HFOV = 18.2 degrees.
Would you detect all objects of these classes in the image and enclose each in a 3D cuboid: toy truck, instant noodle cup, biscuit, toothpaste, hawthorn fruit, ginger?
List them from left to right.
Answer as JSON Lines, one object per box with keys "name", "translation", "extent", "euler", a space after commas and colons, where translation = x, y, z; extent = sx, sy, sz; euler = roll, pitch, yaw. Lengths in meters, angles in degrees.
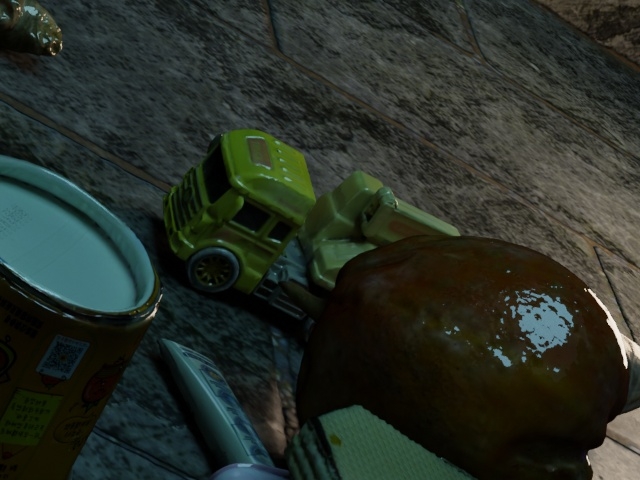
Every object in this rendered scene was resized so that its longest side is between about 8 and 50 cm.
{"name": "ginger", "translation": [-0.345, -0.252, 1.929], "extent": [0.213, 0.074, 0.137], "euler": [50, 23, 14]}
{"name": "instant noodle cup", "translation": [-0.219, 0.058, 1.340], "extent": [0.215, 0.172, 0.216], "euler": [31, 23, -15]}
{"name": "toothpaste", "translation": [-0.068, 0.158, 1.566], "extent": [0.062, 0.039, 0.239], "euler": [25, 22, -40]}
{"name": "toy truck", "translation": [0.000, 0.000, 1.836], "extent": [0.272, 0.157, 0.124], "euler": [28, 23, -24]}
{"name": "biscuit", "translation": [0.070, 0.196, 1.391], "extent": [0.252, 0.052, 0.150], "euler": [35, 15, -34]}
{"name": "hawthorn fruit", "translation": [0.090, 0.113, 1.621], "extent": [0.298, 0.277, 0.277], "euler": [30, 20, 5]}

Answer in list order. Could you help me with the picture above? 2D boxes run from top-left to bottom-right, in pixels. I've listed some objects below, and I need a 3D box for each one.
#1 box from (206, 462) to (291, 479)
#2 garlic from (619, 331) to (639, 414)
{"name": "box", "translation": [0.031, 0.318, 1.293], "extent": [0.190, 0.112, 0.370], "euler": [21, 26, -35]}
{"name": "garlic", "translation": [0.292, 0.124, 2.088], "extent": [0.198, 0.129, 0.090], "euler": [30, 6, -12]}
